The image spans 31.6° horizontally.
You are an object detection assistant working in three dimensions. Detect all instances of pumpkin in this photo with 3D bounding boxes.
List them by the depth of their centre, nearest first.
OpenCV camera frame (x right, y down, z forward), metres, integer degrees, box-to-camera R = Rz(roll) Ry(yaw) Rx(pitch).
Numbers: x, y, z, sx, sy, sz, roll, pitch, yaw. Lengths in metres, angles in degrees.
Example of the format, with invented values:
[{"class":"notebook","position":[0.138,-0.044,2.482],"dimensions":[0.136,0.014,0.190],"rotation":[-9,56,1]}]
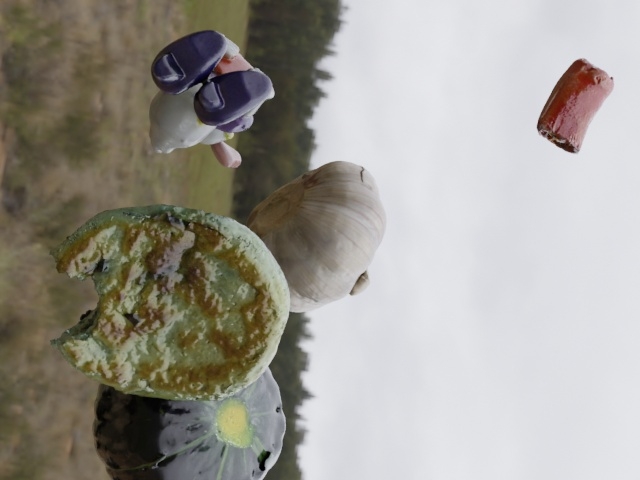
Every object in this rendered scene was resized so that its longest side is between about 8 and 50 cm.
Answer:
[{"class":"pumpkin","position":[-0.218,0.265,1.705],"dimensions":[0.296,0.296,0.296],"rotation":[-169,-90,-80]}]

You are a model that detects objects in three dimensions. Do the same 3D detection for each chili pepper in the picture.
[{"class":"chili pepper","position":[0.345,-0.184,1.524],"dimensions":[0.123,0.073,0.070],"rotation":[-59,156,-2]}]

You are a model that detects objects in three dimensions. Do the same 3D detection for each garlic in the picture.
[{"class":"garlic","position":[-0.009,-0.012,2.205],"dimensions":[0.241,0.322,0.322],"rotation":[41,51,-54]}]

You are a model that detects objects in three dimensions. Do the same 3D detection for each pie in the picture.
[{"class":"pie","position":[-0.183,0.083,1.380],"dimensions":[0.067,0.302,0.302],"rotation":[-88,-167,-63]}]

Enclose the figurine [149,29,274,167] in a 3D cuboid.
[{"class":"figurine","position":[-0.167,-0.198,1.694],"dimensions":[0.193,0.154,0.421],"rotation":[-47,179,5]}]
